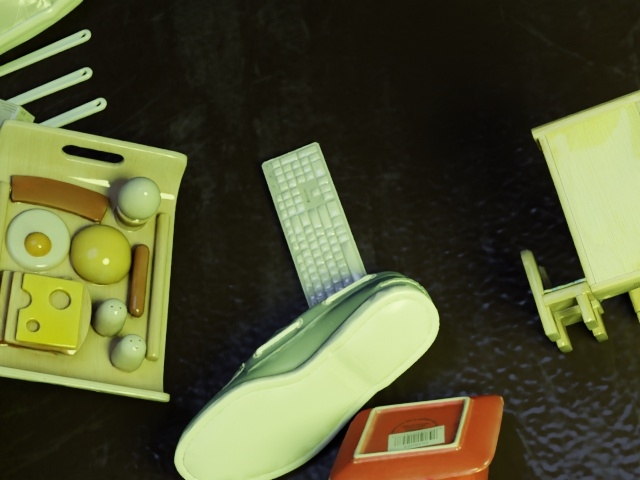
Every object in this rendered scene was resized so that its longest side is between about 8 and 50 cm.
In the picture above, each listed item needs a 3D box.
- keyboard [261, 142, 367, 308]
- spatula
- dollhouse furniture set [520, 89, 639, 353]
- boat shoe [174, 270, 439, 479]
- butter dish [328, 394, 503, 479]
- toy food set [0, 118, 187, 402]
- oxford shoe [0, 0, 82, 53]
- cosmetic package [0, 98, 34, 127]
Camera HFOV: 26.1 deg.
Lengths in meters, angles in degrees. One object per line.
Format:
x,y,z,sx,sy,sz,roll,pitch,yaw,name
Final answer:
0.000,0.000,1.559,0.072,0.014,0.256,-24,58,8,keyboard
-0.400,-0.186,1.810,0.242,0.019,0.168,-22,58,10,spatula
0.292,-0.017,1.312,0.212,0.242,0.161,-19,71,12,dollhouse furniture set
-0.019,0.144,1.455,0.319,0.116,0.099,-37,24,7,boat shoe
0.104,0.231,1.346,0.160,0.118,0.160,-9,18,16,butter dish
-0.264,0.022,1.536,0.219,0.092,0.306,11,61,-17,toy food set
-0.450,-0.330,1.809,0.449,0.130,0.169,-36,48,-12,oxford shoe
-0.419,-0.121,1.758,0.060,0.041,0.115,19,80,20,cosmetic package
